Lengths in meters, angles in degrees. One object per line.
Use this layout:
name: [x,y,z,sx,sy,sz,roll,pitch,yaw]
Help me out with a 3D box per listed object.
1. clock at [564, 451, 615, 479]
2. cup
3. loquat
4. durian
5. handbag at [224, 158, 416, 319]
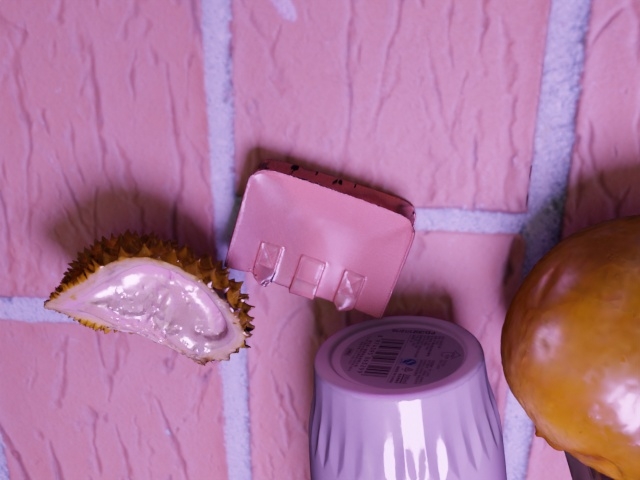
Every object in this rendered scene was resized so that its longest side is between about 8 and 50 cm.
clock: [0.391,0.280,0.916,0.147,0.192,0.071,4,112,6]
cup: [0.110,0.303,0.931,0.253,0.253,0.371,-3,111,9]
loquat: [0.347,0.118,0.824,0.276,0.276,0.284,41,109,-10]
durian: [-0.192,0.061,0.930,0.250,0.138,0.183,24,117,-4]
handbag: [0.000,0.000,0.923,0.213,0.059,0.157,18,113,1]
